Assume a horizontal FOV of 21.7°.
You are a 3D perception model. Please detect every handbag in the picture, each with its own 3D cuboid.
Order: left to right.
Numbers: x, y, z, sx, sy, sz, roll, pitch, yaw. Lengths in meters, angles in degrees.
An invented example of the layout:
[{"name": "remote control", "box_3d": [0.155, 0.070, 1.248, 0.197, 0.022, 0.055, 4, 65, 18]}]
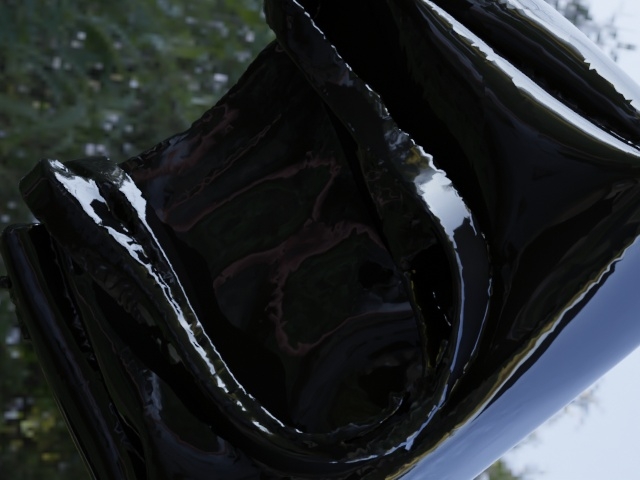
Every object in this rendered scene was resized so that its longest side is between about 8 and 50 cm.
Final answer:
[{"name": "handbag", "box_3d": [0.000, 0.000, 0.723, 0.285, 0.113, 0.257, -41, -127, 7]}]
